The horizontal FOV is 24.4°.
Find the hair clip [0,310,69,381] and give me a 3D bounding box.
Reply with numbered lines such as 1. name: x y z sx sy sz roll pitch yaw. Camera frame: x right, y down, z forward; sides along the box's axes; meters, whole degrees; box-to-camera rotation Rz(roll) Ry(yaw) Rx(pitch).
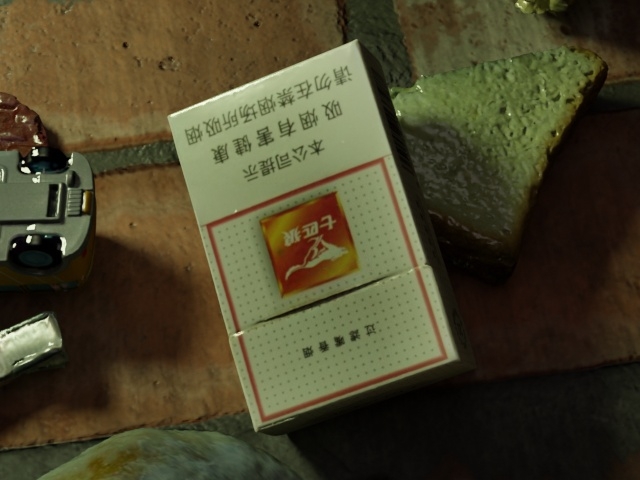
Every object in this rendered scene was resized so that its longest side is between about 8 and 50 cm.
1. hair clip: -0.362 0.122 1.457 0.218 0.071 0.159 -19 61 -15

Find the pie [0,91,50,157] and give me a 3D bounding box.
1. pie: -0.363 -0.095 1.599 0.153 0.038 0.153 0 58 0

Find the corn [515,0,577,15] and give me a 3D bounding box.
1. corn: 0.313 -0.418 1.709 0.144 0.144 0.387 23 63 13

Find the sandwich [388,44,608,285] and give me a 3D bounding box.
1. sandwich: 0.140 -0.117 1.563 0.254 0.099 0.288 25 65 14

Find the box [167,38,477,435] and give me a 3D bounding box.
1. box: 0.001 0.000 1.429 0.210 0.095 0.330 -20 76 14

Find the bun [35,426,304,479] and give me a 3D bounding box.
1. bun: -0.132 0.328 1.219 0.211 0.362 0.362 -13 51 42

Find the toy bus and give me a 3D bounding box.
1. toy bus: -0.325 -0.011 1.491 0.209 0.136 0.126 -1 62 1
